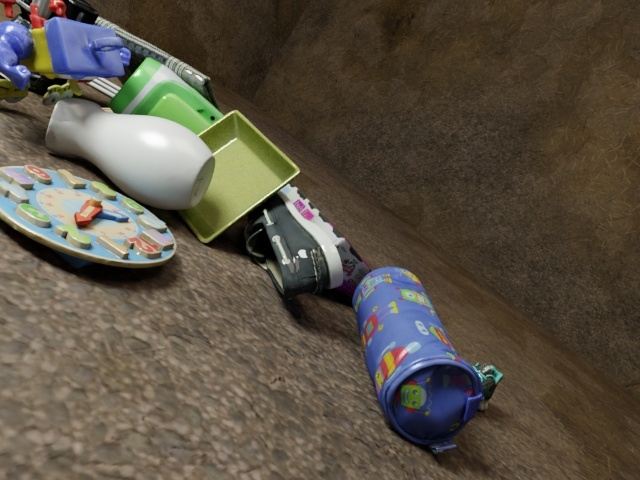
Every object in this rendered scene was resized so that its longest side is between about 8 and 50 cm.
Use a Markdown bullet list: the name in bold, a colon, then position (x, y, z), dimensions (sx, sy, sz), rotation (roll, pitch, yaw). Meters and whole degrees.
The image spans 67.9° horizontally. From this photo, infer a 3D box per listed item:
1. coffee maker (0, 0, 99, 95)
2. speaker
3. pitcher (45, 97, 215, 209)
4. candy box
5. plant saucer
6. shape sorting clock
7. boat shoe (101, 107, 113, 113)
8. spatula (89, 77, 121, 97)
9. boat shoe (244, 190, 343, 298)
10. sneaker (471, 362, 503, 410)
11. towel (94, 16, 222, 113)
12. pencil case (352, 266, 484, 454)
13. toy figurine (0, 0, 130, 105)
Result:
- **coffee maker**: position (-0.488, -0.366, 0.855), dimensions (0.120, 0.178, 0.171), rotation (33, 13, -10)
- **speaker**: position (-0.225, -0.184, 0.868), dimensions (0.296, 0.131, 0.131), rotation (41, 9, -28)
- **pitcher**: position (-0.261, -0.132, 0.714), dimensions (0.207, 0.126, 0.178), rotation (24, 16, 0)
- **candy box**: position (0.000, 0.000, 0.886), dimensions (0.159, 0.071, 0.233), rotation (48, 0, -44)
- **plant saucer**: position (-0.156, -0.100, 0.775), dimensions (0.188, 0.188, 0.045), rotation (45, -14, 26)
- **shape sorting clock**: position (-0.259, -0.031, 0.534), dimensions (0.206, 0.040, 0.206), rotation (33, 13, -9)
- **boat shoe**: position (-0.369, -0.224, 0.897), dimensions (0.059, 0.063, 0.170), rotation (41, 14, 3)
- **spatula**: position (-0.555, -0.398, 1.150), dimensions (0.241, 0.019, 0.168), rotation (27, 14, -26)
- **boat shoe**: position (-0.073, -0.004, 0.750), dimensions (0.091, 0.115, 0.302), rotation (-17, 23, -21)
- **sneaker**: position (0.236, 0.223, 0.752), dimensions (0.166, 0.076, 0.065), rotation (18, 20, -50)
- **towel**: position (-0.319, -0.315, 1.020), dimensions (0.312, 0.056, 0.324), rotation (29, -14, 11)
- **pencil case**: position (0.126, 0.143, 0.670), dimensions (0.133, 0.120, 0.306), rotation (15, 17, -9)
- **toy figurine**: position (-0.370, -0.276, 0.615), dimensions (0.217, 0.192, 0.362), rotation (5, 14, 15)
